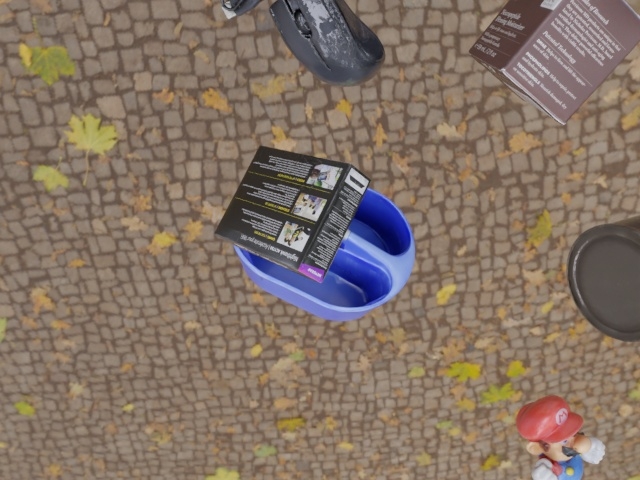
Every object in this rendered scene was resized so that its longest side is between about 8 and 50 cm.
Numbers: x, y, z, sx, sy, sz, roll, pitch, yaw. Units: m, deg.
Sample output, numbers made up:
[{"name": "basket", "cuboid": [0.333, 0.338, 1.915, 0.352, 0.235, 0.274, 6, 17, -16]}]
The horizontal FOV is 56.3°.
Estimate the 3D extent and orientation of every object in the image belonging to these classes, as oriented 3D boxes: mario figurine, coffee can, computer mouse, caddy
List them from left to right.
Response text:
[{"name": "computer mouse", "cuboid": [-0.008, -0.309, 0.910, 0.188, 0.072, 0.272, -9, 151, 42]}, {"name": "caddy", "cuboid": [0.000, 0.000, 1.090, 0.341, 0.241, 0.179, 25, 158, 4]}, {"name": "mario figurine", "cuboid": [0.519, 0.465, 1.243, 0.170, 0.198, 0.321, -15, 113, 14]}, {"name": "coffee can", "cuboid": [0.611, 0.044, 1.058, 0.275, 0.201, 0.202, -13, 130, -25]}]

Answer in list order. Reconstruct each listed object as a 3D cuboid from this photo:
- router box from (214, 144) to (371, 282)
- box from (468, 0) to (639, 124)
[{"name": "router box", "cuboid": [-0.040, -0.039, 0.724, 0.046, 0.178, 0.133, 32, 82, -42]}, {"name": "box", "cuboid": [0.406, -0.348, 1.048, 0.167, 0.168, 0.203, 31, 109, -22]}]
